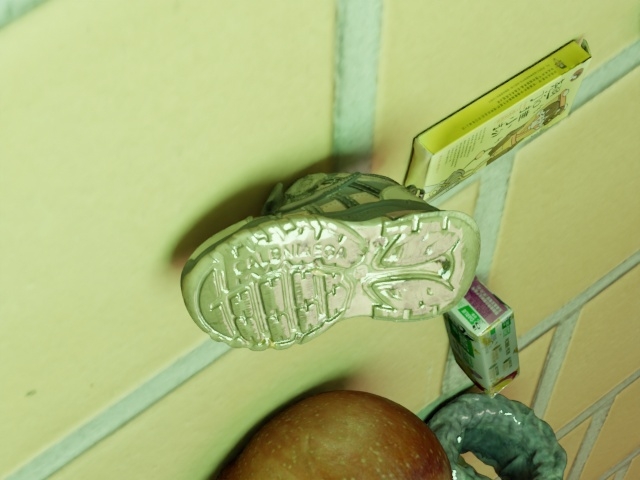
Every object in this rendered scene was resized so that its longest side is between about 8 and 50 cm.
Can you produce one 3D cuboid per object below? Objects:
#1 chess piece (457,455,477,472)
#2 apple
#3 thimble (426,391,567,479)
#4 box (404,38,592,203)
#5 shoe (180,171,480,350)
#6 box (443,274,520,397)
[{"bbox_3d":[0.170,0.356,1.813,0.139,0.271,0.139,-34,158,-16],"label":"chess piece"},{"bbox_3d":[0.003,0.208,1.384,0.201,0.162,0.201,-43,156,-24],"label":"apple"},{"bbox_3d":[0.159,0.227,1.707,0.150,0.150,0.098,-24,157,-38],"label":"thimble"},{"bbox_3d":[0.120,-0.078,1.181,0.149,0.020,0.073,-33,158,-21],"label":"box"},{"bbox_3d":[0.000,0.000,1.039,0.180,0.092,0.089,-9,123,-15],"label":"shoe"},{"bbox_3d":[0.139,0.085,1.513,0.041,0.050,0.207,-40,160,-7],"label":"box"}]
